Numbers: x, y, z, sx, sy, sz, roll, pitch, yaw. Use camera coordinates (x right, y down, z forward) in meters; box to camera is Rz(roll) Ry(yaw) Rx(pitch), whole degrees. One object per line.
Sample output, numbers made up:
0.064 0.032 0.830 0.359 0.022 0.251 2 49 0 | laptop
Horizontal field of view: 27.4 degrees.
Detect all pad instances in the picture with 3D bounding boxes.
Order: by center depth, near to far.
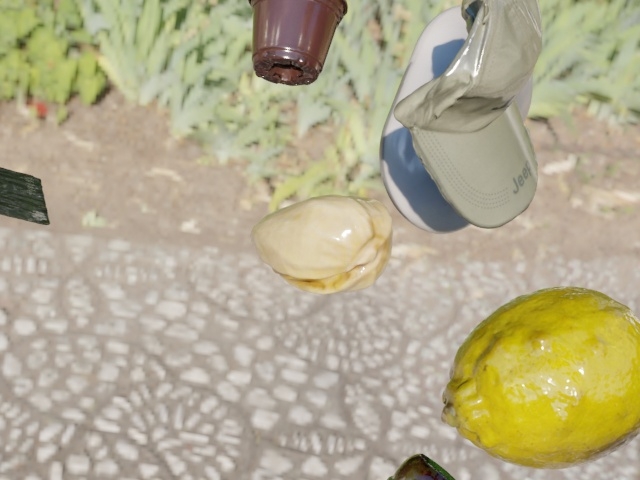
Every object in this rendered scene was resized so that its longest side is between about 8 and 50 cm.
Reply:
-0.319 -0.052 1.263 0.112 0.003 0.157 14 15 -20 | pad

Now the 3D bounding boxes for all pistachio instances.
0.000 0.000 1.903 0.230 0.157 0.157 -1 16 40 | pistachio

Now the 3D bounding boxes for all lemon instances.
0.342 0.203 1.938 0.316 0.285 0.285 10 30 0 | lemon

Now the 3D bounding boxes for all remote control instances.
0.192 -0.170 1.829 0.221 0.332 0.103 30 -16 -33 | remote control

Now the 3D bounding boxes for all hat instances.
0.193 -0.149 1.346 0.244 0.149 0.214 46 51 -21 | hat

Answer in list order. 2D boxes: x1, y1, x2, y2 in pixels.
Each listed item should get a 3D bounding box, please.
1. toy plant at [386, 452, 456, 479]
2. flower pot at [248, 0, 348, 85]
0.098 0.344 1.608 0.093 0.162 0.093 40 3 -3 | toy plant
-0.029 -0.217 1.400 0.111 0.111 0.089 9 71 -7 | flower pot
